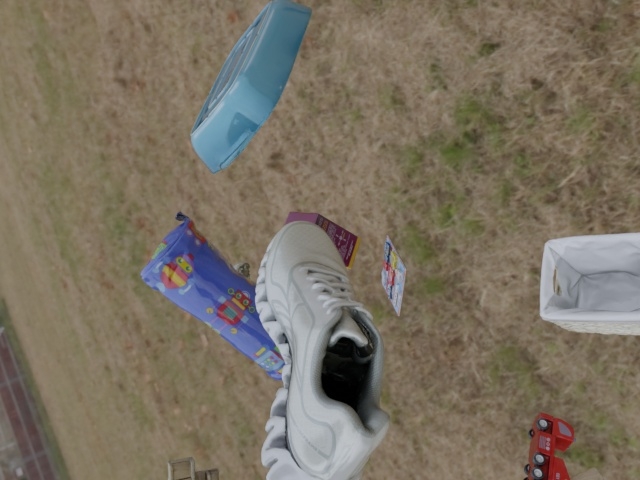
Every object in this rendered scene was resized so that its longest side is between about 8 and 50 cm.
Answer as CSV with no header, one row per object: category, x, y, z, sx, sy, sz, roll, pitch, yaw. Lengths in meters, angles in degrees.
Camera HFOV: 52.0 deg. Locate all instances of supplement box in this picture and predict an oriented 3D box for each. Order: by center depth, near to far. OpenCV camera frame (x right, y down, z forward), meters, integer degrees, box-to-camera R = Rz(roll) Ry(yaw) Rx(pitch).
supplement box,0.000,0.000,0.807,0.055,0.083,0.043,7,74,46

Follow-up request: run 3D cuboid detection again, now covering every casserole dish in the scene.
casserole dish,-0.063,-0.140,0.566,0.114,0.037,0.188,-36,30,44

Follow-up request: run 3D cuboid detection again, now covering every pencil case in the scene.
pencil case,-0.146,0.095,1.058,0.306,0.119,0.133,41,179,-16

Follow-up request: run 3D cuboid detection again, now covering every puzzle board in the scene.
puzzle board,0.138,0.068,1.254,0.096,0.011,0.128,-112,17,-46

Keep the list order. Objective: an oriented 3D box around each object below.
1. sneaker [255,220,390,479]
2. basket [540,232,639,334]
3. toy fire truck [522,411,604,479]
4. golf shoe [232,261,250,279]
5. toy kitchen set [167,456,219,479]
sneaker,0.007,0.081,0.594,0.292,0.110,0.118,-100,27,-43
basket,0.385,0.062,0.849,0.167,0.103,0.113,-5,65,39
toy fire truck,0.386,0.371,1.009,0.135,0.192,0.047,18,138,8
golf shoe,-0.224,0.089,1.523,0.086,0.176,0.069,7,105,19
toy kitchen set,-0.157,0.334,0.854,0.075,0.068,0.083,-174,81,-67
